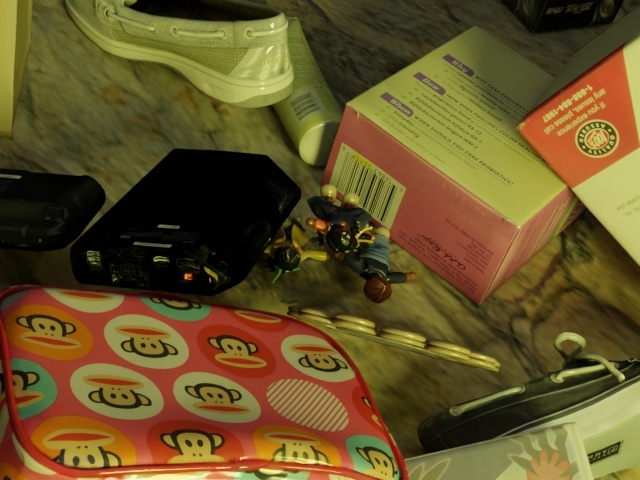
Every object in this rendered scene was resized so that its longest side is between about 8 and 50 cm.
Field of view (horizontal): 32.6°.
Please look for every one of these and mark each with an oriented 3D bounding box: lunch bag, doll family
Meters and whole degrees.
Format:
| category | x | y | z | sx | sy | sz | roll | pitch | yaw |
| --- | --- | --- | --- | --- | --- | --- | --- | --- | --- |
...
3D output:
| category | x | y | z | sx | sy | sz | roll | pitch | yaw |
| --- | --- | --- | --- | --- | --- | --- | --- | --- | --- |
| lunch bag | -0.104 | 0.121 | 0.791 | 0.293 | 0.120 | 0.258 | 10 | 27 | -27 |
| doll family | 0.000 | 0.000 | 1.027 | 0.193 | 0.076 | 0.111 | 6 | 25 | -7 |

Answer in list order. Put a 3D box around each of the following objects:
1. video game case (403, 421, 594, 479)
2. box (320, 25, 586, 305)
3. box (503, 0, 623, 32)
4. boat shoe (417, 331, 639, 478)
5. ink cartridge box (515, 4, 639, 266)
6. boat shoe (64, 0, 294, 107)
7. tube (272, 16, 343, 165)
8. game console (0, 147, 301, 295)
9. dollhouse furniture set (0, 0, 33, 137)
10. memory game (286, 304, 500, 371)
| category | x | y | z | sx | sy | sz | roll | pitch | yaw |
| --- | --- | --- | --- | --- | --- | --- | --- | --- | --- |
| video game case | 0.121 | 0.242 | 0.788 | 0.183 | 0.023 | 0.201 | -14 | 53 | 8 |
| box | 0.163 | -0.087 | 1.141 | 0.213 | 0.117 | 0.243 | 37 | 47 | 19 |
| box | 0.313 | -0.375 | 1.509 | 0.147 | 0.078 | 0.180 | -12 | 51 | -29 |
| boat shoe | 0.230 | 0.143 | 0.941 | 0.306 | 0.113 | 0.105 | -20 | 48 | -15 |
| ink cartridge box | 0.421 | -0.064 | 1.001 | 0.385 | 0.279 | 0.160 | 48 | 48 | -5 |
| boat shoe | -0.156 | -0.246 | 1.181 | 0.320 | 0.103 | 0.118 | 32 | 45 | 32 |
| tube | -0.031 | -0.179 | 1.216 | 0.070 | 0.062 | 0.240 | 28 | 26 | -44 |
| game console | -0.210 | -0.030 | 0.945 | 0.361 | 0.044 | 0.213 | 6 | 26 | 14 |
| dollhouse furniture set | -0.470 | -0.264 | 1.002 | 0.394 | 0.256 | 0.362 | 7 | 44 | -12 |
| memory game | 0.062 | 0.081 | 0.916 | 0.186 | 0.186 | 0.012 | 16 | 83 | -3 |
